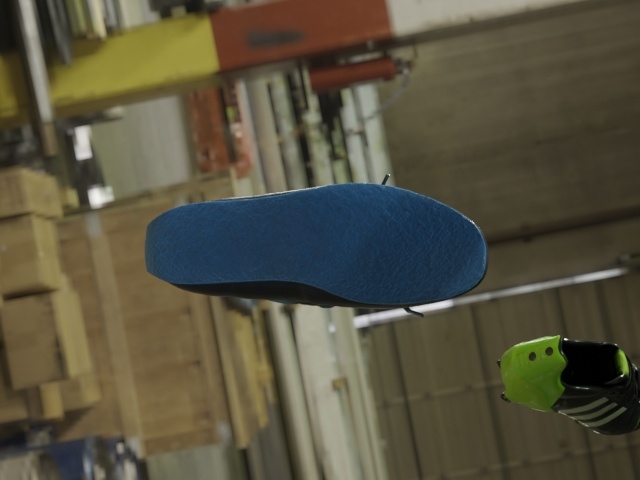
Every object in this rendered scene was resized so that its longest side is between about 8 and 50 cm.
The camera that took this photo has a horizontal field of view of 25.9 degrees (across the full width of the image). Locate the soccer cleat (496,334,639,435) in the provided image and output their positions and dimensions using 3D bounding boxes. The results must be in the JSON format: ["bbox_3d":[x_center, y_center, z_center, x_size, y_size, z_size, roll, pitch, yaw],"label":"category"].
[{"bbox_3d":[0.206,0.104,1.016,0.179,0.072,0.060,15,59,-41],"label":"soccer cleat"}]

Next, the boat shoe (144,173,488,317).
[{"bbox_3d":[0.000,0.000,1.049,0.089,0.258,0.109,37,62,-75],"label":"boat shoe"}]
